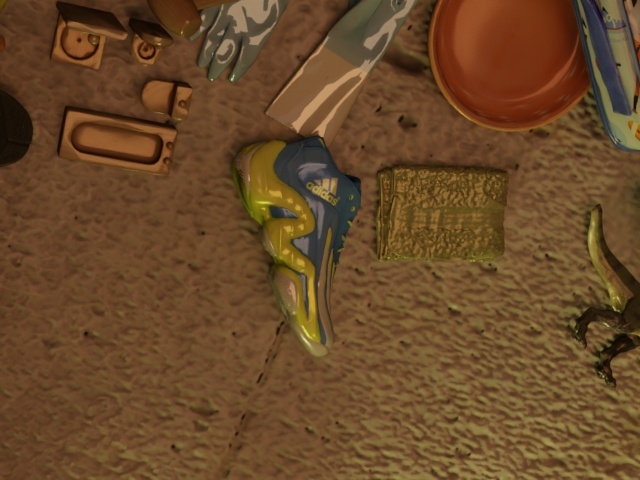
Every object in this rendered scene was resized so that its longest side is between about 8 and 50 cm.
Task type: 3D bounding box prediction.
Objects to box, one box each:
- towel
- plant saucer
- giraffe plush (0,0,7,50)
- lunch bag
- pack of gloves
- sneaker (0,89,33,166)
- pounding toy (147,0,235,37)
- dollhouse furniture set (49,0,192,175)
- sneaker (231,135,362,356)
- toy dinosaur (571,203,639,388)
[{"bbox_3d":[0.131,-0.030,1.770,0.148,0.027,0.110,0,105,-13],"label":"towel"},{"bbox_3d":[0.205,-0.216,1.730,0.199,0.037,0.200,-4,107,-13],"label":"plant saucer"},{"bbox_3d":[-0.330,-0.252,1.511,0.181,0.170,0.210,24,99,-19],"label":"giraffe plush"},{"bbox_3d":[0.370,-0.248,1.702,0.243,0.115,0.303,-26,110,-19],"label":"lunch bag"},{"bbox_3d":[-0.009,-0.232,1.666,0.195,0.046,0.232,29,97,-21],"label":"pack of gloves"},{"bbox_3d":[-0.396,-0.120,1.588,0.227,0.130,0.087,-1,103,-43],"label":"sneaker"},{"bbox_3d":[-0.097,-0.331,1.595,0.154,0.155,0.269,39,80,16],"label":"pounding toy"},{"bbox_3d":[-0.196,-0.138,1.603,0.144,0.123,0.151,10,103,-16],"label":"dollhouse furniture set"},{"bbox_3d":[0.000,0.000,1.711,0.126,0.091,0.240,-22,109,-8],"label":"sneaker"},{"bbox_3d":[0.345,0.094,1.847,0.118,0.064,0.268,-42,107,-4],"label":"toy dinosaur"}]
